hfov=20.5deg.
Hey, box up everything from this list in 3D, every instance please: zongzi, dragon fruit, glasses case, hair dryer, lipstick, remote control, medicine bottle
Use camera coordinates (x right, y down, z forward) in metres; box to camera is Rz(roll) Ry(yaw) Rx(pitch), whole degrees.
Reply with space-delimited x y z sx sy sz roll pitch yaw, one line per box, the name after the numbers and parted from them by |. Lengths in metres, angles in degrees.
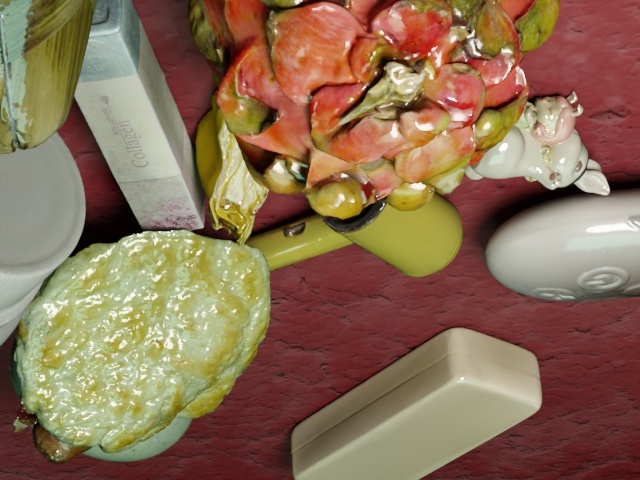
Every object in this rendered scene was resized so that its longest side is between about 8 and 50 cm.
-0.193 -0.196 1.388 0.242 0.112 0.221 -14 116 10 | zongzi
0.027 -0.142 1.397 0.314 0.263 0.296 4 148 -11 | dragon fruit
0.111 0.217 2.150 0.144 0.076 0.336 21 141 -32 | glasses case
0.000 0.000 1.805 0.279 0.090 0.135 -18 147 34 | hair dryer
-0.170 -0.116 1.608 0.066 0.068 0.317 -7 148 7 | lipstick
0.331 0.002 1.785 0.332 0.103 0.221 -7 166 4 | remote control
-0.380 0.010 1.627 0.245 0.245 0.306 21 140 -32 | medicine bottle

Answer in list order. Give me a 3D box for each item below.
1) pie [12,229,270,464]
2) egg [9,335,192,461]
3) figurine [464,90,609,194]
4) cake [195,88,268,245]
-0.178 0.096 1.766 0.274 0.105 0.257 -16 129 -21 | pie
-0.235 0.150 1.932 0.169 0.169 0.236 -24 136 30 | egg
0.216 -0.088 1.665 0.146 0.081 0.098 7 147 -14 | figurine
-0.075 -0.081 1.636 0.080 0.116 0.185 16 148 -24 | cake
